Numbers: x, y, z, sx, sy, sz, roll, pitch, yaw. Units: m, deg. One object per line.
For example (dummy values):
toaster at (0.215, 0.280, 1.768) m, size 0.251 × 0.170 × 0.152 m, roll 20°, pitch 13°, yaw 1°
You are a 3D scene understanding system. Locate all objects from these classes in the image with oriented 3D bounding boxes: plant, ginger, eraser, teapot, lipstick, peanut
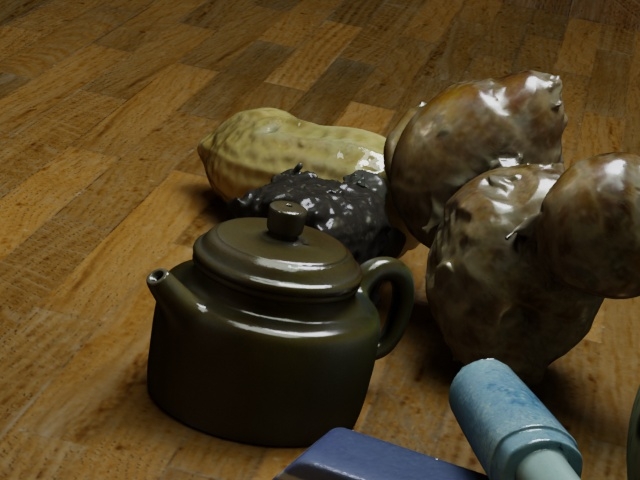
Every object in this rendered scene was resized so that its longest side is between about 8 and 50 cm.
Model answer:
plant at (0.000, 0.000, 1.799) m, size 0.131 × 0.142 × 0.203 m, roll 13°, pitch 4°, yaw 31°
ginger at (0.173, -0.031, 1.761) m, size 0.176 × 0.256 × 0.375 m, roll 18°, pitch 21°, yaw -34°
eraser at (0.077, 0.191, 1.429) m, size 0.225 × 0.036 × 0.082 m, roll 17°, pitch 19°, yaw 18°
teapot at (-0.030, 0.054, 1.570) m, size 0.268 × 0.175 × 0.185 m, roll -3°, pitch 25°, yaw -37°
lipstick at (0.160, 0.168, 1.385) m, size 0.068 × 0.061 × 0.274 m, roll 6°, pitch 19°, yaw -17°
peanut at (-0.013, -0.063, 2.015) m, size 0.305 × 0.147 × 0.147 m, roll 18°, pitch 19°, yaw 35°

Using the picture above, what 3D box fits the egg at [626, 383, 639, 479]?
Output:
egg at (0.369, 0.137, 1.347) m, size 0.288 × 0.287 × 0.379 m, roll 18°, pitch 33°, yaw 22°
